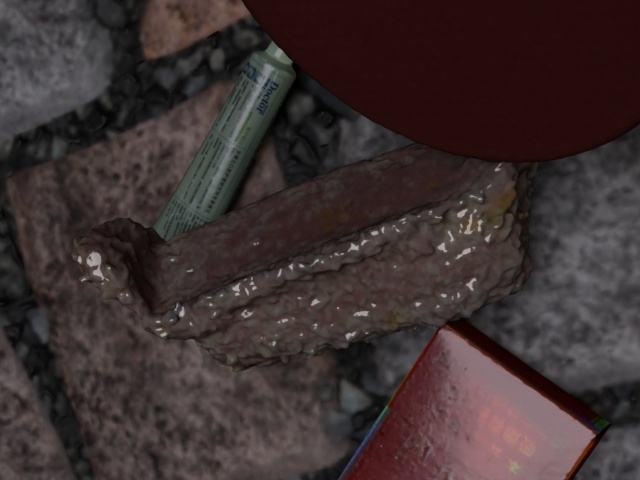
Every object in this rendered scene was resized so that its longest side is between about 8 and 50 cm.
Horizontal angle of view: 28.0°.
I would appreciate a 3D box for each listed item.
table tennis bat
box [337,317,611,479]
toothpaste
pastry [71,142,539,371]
[{"bbox_3d":[0.033,-0.196,0.554,0.268,0.051,0.414,5,135,34],"label":"table tennis bat"},{"bbox_3d":[0.073,0.146,0.751,0.112,0.048,0.175,35,102,17],"label":"box"},{"bbox_3d":[-0.063,-0.048,0.816,0.048,0.029,0.197,35,105,21],"label":"toothpaste"},{"bbox_3d":[0.000,0.012,0.742,0.265,0.103,0.112,-10,119,8],"label":"pastry"}]
